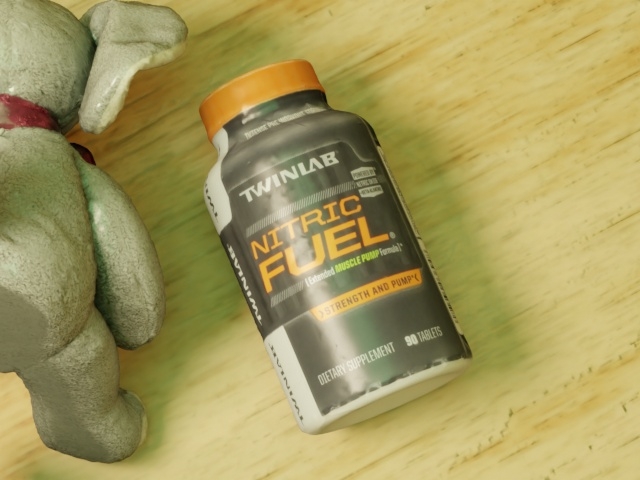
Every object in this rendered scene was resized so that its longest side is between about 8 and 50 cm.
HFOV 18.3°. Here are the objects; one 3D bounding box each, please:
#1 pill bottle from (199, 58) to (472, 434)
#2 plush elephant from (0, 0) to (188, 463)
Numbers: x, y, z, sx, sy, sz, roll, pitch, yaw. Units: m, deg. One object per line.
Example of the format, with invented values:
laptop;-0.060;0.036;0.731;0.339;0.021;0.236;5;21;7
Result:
pill bottle;0.000;0.000;1.376;0.130;0.130;0.245;-23;79;-4
plush elephant;-0.221;-0.048;1.326;0.272;0.330;0.255;11;55;-3
